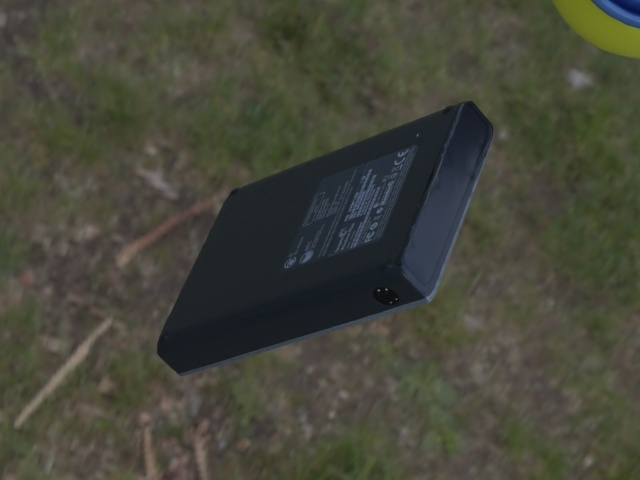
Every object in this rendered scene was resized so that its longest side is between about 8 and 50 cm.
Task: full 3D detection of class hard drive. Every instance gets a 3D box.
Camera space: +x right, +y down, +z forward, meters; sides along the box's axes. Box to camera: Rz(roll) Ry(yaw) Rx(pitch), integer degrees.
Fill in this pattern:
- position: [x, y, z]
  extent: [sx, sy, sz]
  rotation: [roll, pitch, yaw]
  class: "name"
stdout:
- position: [0.000, 0.000, 0.754]
  extent: [0.022, 0.135, 0.094]
  rotation: [46, 46, -27]
  class: "hard drive"

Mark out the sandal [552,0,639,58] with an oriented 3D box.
- position: [0.248, -0.151, 0.781]
  extent: [0.317, 0.138, 0.126]
  rotation: [-20, 92, 7]
  class: "sandal"
